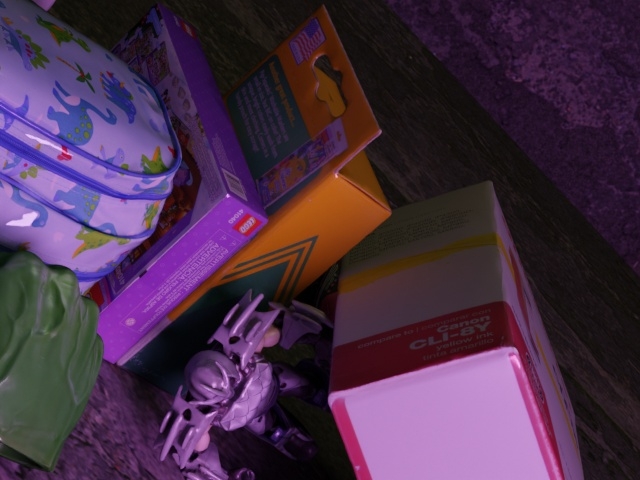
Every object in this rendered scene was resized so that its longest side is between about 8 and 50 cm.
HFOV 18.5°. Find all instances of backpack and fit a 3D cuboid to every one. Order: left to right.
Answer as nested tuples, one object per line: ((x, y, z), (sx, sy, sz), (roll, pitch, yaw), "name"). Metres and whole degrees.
((-0.285, -0.088, 1.557), (0.355, 0.273, 0.290), (52, 5, -34), "backpack")

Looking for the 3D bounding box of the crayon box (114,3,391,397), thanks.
((-0.064, -0.035, 1.781), (0.083, 0.323, 0.203), (34, 23, -37), "crayon box")

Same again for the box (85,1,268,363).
((-0.167, -0.058, 1.787), (0.057, 0.201, 0.293), (33, 24, -39), "box")

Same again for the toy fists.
((-0.270, 0.052, 1.414), (0.279, 0.142, 0.096), (35, -20, -36), "toy fists")

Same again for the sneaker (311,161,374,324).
((0.000, 0.000, 2.243), (0.112, 0.121, 0.299), (12, 29, -12), "sneaker")

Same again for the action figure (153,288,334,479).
((-0.047, 0.137, 1.732), (0.099, 0.185, 0.285), (45, 7, 21), "action figure")

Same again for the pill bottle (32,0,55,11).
((-0.290, -0.293, 1.825), (0.152, 0.152, 0.272), (42, 42, -19), "pill bottle")

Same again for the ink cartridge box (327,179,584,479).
((0.127, 0.149, 1.716), (0.385, 0.160, 0.279), (-85, 156, -68), "ink cartridge box")
